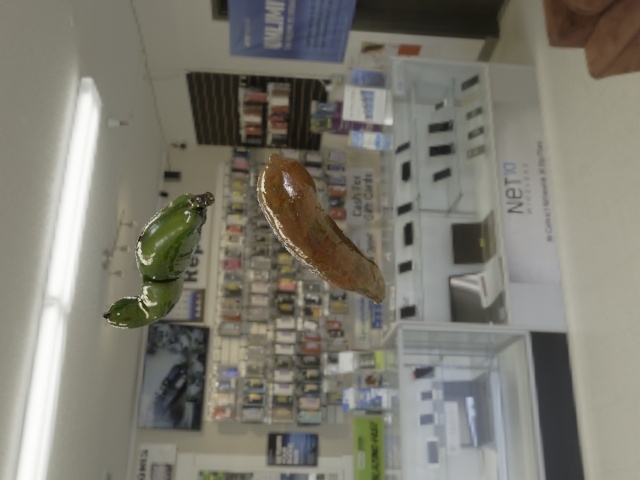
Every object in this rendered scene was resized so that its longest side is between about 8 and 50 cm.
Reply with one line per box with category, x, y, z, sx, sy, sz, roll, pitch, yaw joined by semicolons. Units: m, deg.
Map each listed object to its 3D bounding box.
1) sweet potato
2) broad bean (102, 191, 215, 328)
sweet potato;0.000;0.002;1.012;0.292;0.097;0.097;52;-169;-20
broad bean;-0.159;0.021;0.692;0.214;0.070;0.048;-53;44;34
